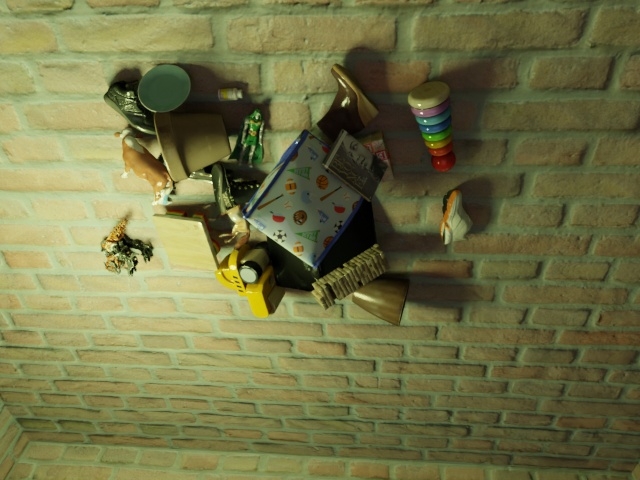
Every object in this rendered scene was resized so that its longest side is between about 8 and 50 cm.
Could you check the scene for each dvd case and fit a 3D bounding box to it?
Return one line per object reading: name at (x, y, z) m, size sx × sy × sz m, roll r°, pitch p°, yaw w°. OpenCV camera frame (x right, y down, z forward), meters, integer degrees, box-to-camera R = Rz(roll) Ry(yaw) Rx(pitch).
dvd case at (0.125, -0.265, 1.672) m, size 0.221 × 0.164 × 0.018 m, roll 35°, pitch 157°, yaw -18°

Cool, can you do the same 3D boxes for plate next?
plate at (-0.542, -0.528, 1.654) m, size 0.188 × 0.188 × 0.024 m, roll 0°, pitch 166°, yaw 5°

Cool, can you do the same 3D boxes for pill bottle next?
pill bottle at (-0.321, -0.523, 1.695) m, size 0.083 × 0.043 × 0.043 m, roll -1°, pitch 126°, yaw 6°

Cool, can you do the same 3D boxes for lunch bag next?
lunch bag at (-0.044, -0.154, 1.706) m, size 0.328 × 0.239 × 0.385 m, roll 35°, pitch 91°, yaw -16°

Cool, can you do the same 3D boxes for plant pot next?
plant pot at (-0.452, -0.365, 1.720) m, size 0.229 × 0.263 × 0.263 m, roll -14°, pitch 126°, yaw -6°
plant pot at (0.266, 0.253, 2.136) m, size 0.230 × 0.215 × 0.215 m, roll 14°, pitch 128°, yaw 14°

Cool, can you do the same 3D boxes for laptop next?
laptop at (0.000, 0.000, 2.001) m, size 0.408 × 0.236 × 0.382 m, roll 4°, pitch 112°, yaw 37°

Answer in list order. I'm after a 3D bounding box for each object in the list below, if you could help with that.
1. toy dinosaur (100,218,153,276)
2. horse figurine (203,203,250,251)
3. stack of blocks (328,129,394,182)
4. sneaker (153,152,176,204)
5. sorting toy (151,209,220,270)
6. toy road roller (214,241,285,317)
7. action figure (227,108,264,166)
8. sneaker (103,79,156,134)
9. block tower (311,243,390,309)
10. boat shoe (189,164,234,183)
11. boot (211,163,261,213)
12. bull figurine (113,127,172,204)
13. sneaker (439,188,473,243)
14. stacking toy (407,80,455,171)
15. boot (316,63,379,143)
toy dinosaur at (-0.891, 0.044, 2.113) m, size 0.218 × 0.164 × 0.322 m, roll 29°, pitch 147°, yaw 4°
horse figurine at (-0.370, -0.088, 1.993) m, size 0.174 × 0.066 × 0.263 m, roll -25°, pitch 107°, yaw 7°
stack of blocks at (0.114, -0.287, 1.801) m, size 0.297 × 0.087 × 0.171 m, roll -13°, pitch 124°, yaw 15°
sneaker at (-0.624, -0.252, 1.910) m, size 0.086 × 0.085 × 0.237 m, roll -1°, pitch 128°, yaw -27°
sorting toy at (-0.558, -0.010, 2.035) m, size 0.257 × 0.089 × 0.255 m, roll 7°, pitch 129°, yaw 23°
toy road roller at (-0.319, 0.172, 2.122) m, size 0.240 × 0.202 × 0.329 m, roll -3°, pitch 122°, yaw 22°
action figure at (-0.260, -0.384, 1.769) m, size 0.137 × 0.063 × 0.232 m, roll -2°, pitch 132°, yaw -28°
sneaker at (-0.663, -0.490, 1.723) m, size 0.227 × 0.087 × 0.130 m, roll 41°, pitch 126°, yaw -17°
block tower at (0.126, 0.144, 1.915) m, size 0.335 × 0.097 × 0.091 m, roll -32°, pitch 114°, yaw -12°
boat shoe at (-0.457, -0.273, 1.874) m, size 0.227 × 0.081 × 0.069 m, roll 12°, pitch 125°, yaw -13°
boot at (-0.325, -0.220, 1.845) m, size 0.178 × 0.085 × 0.236 m, roll -19°, pitch 143°, yaw -21°
bull figurine at (-0.676, -0.284, 1.799) m, size 0.310 × 0.101 × 0.188 m, roll 43°, pitch 137°, yaw 16°
sneaker at (0.556, -0.100, 1.906) m, size 0.121 × 0.099 × 0.262 m, roll -5°, pitch 134°, yaw 0°
stacking toy at (0.413, -0.388, 1.688) m, size 0.141 × 0.141 × 0.330 m, roll -13°, pitch 131°, yaw 14°
boot at (0.063, -0.469, 1.669) m, size 0.207 × 0.090 × 0.248 m, roll -33°, pitch 121°, yaw 23°
